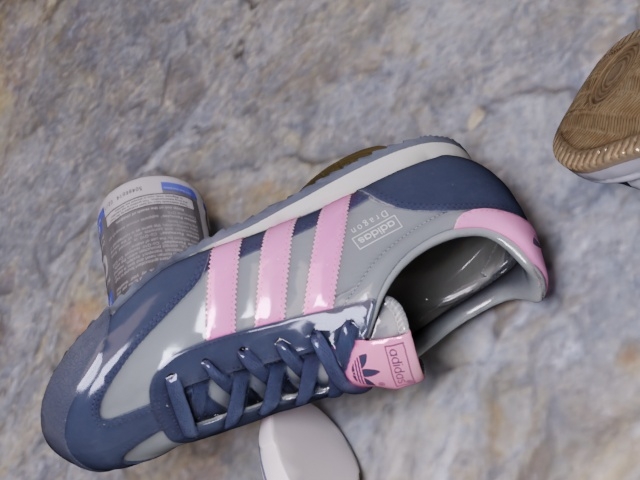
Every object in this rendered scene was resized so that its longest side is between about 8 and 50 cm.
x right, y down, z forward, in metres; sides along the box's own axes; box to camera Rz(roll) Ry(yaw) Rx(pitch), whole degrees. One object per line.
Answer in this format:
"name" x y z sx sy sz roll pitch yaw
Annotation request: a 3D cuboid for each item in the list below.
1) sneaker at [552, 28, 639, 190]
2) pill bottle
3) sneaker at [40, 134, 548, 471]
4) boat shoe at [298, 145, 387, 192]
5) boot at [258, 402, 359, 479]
"sneaker" 0.244 -0.045 1.112 0.099 0.153 0.282 -60 15 -6
"pill bottle" -0.107 0.030 1.339 0.078 0.078 0.137 -30 48 20
"sneaker" -0.011 0.054 1.171 0.319 0.112 0.131 -33 45 -11
"boat shoe" 0.000 0.001 1.305 0.153 0.048 0.056 -46 32 -4
"boot" -0.018 0.182 1.185 0.086 0.069 0.190 -52 30 26
